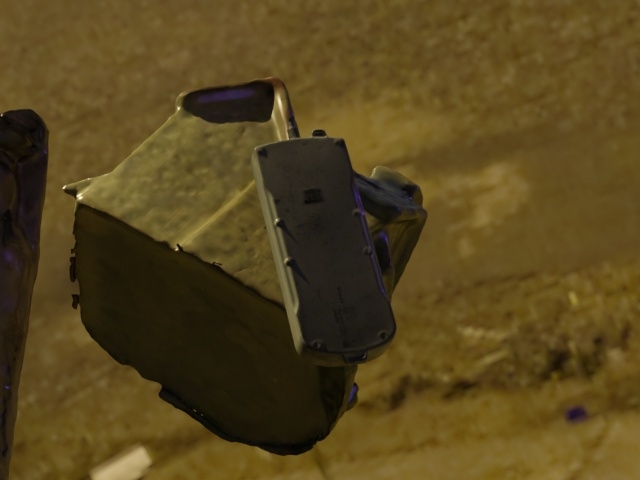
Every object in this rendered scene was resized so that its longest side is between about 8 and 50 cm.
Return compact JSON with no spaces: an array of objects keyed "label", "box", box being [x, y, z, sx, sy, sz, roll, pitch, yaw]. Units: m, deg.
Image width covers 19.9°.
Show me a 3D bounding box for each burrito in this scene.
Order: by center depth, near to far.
[{"label":"burrito","box":[-0.185,0.037,0.927,0.060,0.087,0.226,148,133,-66]}]

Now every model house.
[{"label":"model house","box":[-0.054,0.016,1.789,0.321,0.261,0.266,28,56,16]}]

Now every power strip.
[{"label":"power strip","box":[0.000,0.000,1.451,0.080,0.029,0.227,-6,63,-16]}]
